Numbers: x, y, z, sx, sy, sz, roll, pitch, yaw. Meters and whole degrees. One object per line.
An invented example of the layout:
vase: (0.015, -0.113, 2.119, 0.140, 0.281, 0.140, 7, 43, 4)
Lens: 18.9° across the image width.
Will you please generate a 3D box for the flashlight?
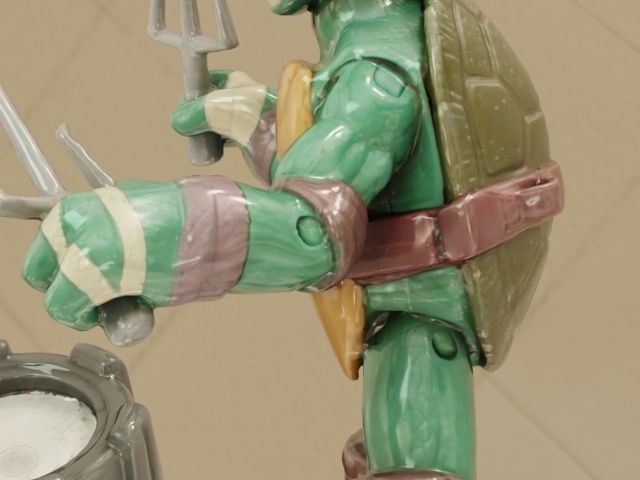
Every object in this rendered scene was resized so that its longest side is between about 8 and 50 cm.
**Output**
flashlight: (-0.097, 0.185, 0.739, 0.103, 0.103, 0.304, 17, 129, 32)

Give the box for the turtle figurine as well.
turtle figurine: (0.000, 0.000, 0.446, 0.118, 0.175, 0.234, -13, 92, 17)
